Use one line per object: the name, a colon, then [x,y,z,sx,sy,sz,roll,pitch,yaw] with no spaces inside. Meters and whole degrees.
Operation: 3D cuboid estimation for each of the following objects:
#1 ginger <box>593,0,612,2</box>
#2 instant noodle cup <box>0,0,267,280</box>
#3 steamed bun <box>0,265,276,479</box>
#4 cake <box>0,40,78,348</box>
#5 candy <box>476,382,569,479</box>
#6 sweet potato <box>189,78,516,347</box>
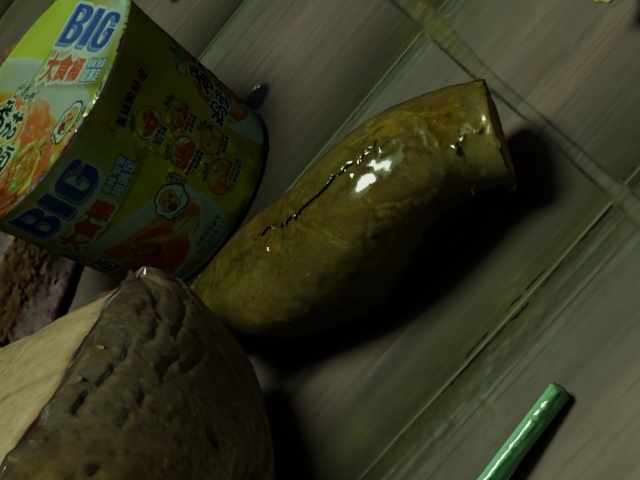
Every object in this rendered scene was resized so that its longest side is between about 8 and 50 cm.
ginger: [0.224,-0.134,0.602,0.333,0.081,0.148,26,99,58]
instant noodle cup: [-0.147,-0.066,0.951,0.205,0.153,0.205,-31,42,32]
steamed bun: [-0.137,0.173,0.691,0.251,0.199,0.301,-29,18,27]
cake: [-0.228,-0.048,1.072,0.113,0.116,0.295,-24,44,41]
candy: [0.012,0.182,0.611,0.091,0.083,0.305,37,84,16]
sweet potato: [0.004,0.006,0.771,0.286,0.085,0.112,-39,1,43]
